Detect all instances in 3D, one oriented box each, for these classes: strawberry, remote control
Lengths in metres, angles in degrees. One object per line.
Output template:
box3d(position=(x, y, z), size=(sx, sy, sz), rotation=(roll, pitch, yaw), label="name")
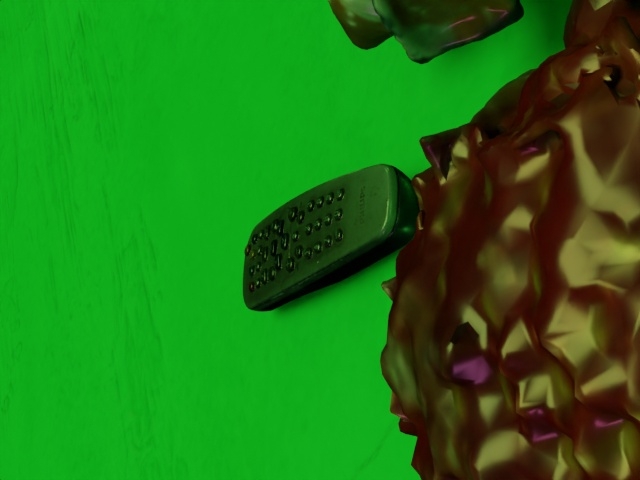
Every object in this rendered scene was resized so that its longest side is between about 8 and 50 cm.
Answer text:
box3d(position=(0.162, 0.082, 0.418), size=(0.292, 0.292, 0.343), rotation=(-47, 45, 43), label="strawberry")
box3d(position=(0.000, 0.000, 0.996), size=(0.222, 0.042, 0.072), rotation=(-26, 56, 57), label="remote control")

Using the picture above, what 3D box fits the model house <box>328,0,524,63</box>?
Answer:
box3d(position=(0.100, -0.220, 0.814), size=(0.301, 0.190, 0.271), rotation=(115, 150, -52), label="model house")
